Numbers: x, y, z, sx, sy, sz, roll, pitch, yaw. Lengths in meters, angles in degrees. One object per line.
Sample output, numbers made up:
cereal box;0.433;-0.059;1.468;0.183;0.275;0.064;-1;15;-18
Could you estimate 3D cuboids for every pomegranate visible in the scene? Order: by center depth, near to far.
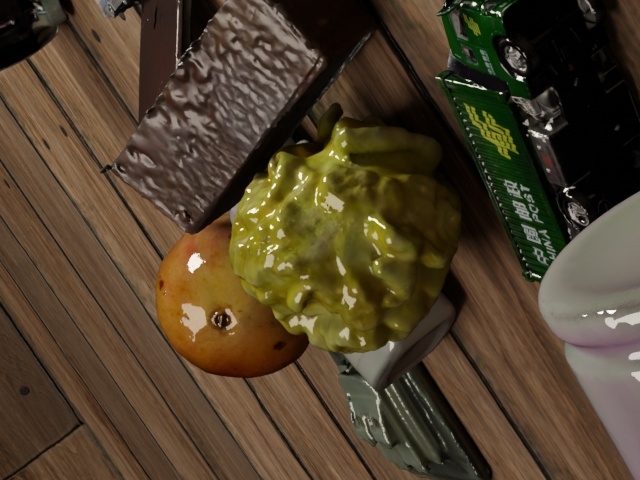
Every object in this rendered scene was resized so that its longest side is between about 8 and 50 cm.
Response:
pomegranate;-0.086;0.054;1.895;0.191;0.191;0.191;45;159;23

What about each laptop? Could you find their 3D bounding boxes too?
laptop;-0.156;-0.153;1.772;0.154;0.026;0.207;170;102;-69

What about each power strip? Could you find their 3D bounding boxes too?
power strip;0.075;0.193;1.928;0.213;0.064;0.198;58;158;-8

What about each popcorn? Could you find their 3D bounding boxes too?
popcorn;0.027;-0.017;1.517;0.181;0.217;0.235;32;154;-15

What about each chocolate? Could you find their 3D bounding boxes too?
chocolate;-0.072;-0.124;1.551;0.112;0.112;0.321;46;138;2

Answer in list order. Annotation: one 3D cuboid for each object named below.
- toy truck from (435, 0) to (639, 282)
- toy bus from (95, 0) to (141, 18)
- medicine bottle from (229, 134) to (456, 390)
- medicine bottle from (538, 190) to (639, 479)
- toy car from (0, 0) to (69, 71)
toy truck;0.166;-0.079;1.238;0.121;0.088;0.259;24;146;54
toy bus;-0.210;-0.271;1.854;0.052;0.037;0.130;60;161;-3
medicine bottle;0.000;0.000;1.717;0.296;0.111;0.161;47;161;14
medicine bottle;0.293;0.119;1.102;0.316;0.202;0.202;60;160;-15
toy car;-0.417;-0.318;2.089;0.158;0.172;0.235;58;171;44
